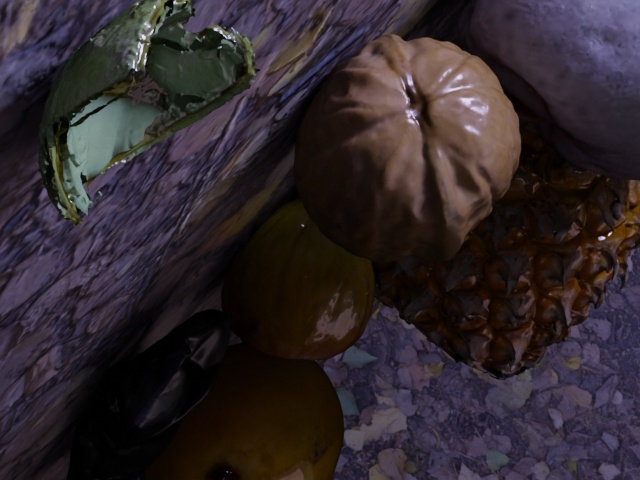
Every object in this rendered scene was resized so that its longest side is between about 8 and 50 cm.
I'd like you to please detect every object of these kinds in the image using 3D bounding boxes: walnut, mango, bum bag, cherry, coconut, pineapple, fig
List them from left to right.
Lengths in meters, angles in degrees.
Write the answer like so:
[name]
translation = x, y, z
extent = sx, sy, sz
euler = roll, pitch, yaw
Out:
[coconut]
translation = -0.100, -0.073, 0.679
extent = 0.133, 0.055, 0.158
euler = -47, 171, 3
[bum bag]
translation = -0.187, 0.178, 1.313
extent = 0.144, 0.095, 0.340
euler = -50, -179, -37
[mango]
translation = -0.125, 0.280, 1.674
extent = 0.300, 0.232, 0.445
euler = -49, -179, -24
[fig]
translation = 0.000, 0.000, 1.368
extent = 0.257, 0.159, 0.159
euler = -66, 170, 5
[walnut]
translation = 0.073, -0.073, 1.141
extent = 0.213, 0.213, 0.213
euler = -46, 172, -8
[pineapple]
translation = 0.208, -0.042, 1.507
extent = 0.300, 0.352, 0.352
euler = -58, 168, 25
[cherry]
translation = 0.284, -0.222, 1.219
extent = 0.326, 0.291, 0.335
euler = 0, 123, -42
